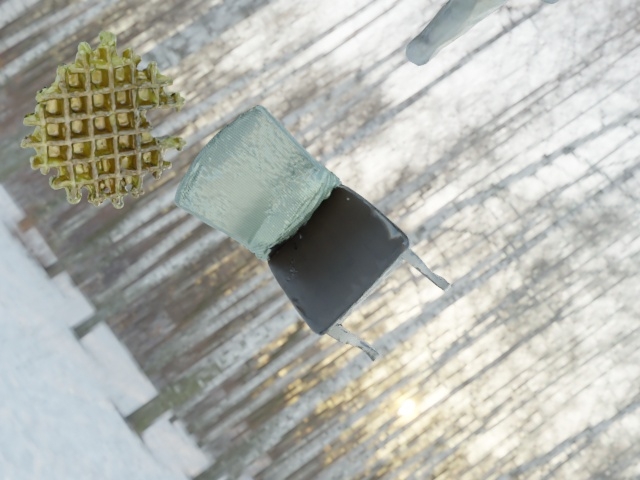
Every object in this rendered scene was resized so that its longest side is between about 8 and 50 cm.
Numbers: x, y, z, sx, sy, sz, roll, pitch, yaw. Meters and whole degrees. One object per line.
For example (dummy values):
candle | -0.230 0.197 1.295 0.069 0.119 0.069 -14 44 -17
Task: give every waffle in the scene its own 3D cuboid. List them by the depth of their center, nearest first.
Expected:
waffle | -0.304 -0.160 1.481 0.228 0.231 0.051 44 -2 -40

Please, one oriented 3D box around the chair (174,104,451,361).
chair | 0.000 0.000 1.243 0.186 0.160 0.319 50 8 36

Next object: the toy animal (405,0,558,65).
toy animal | 0.239 -0.388 1.270 0.344 0.302 0.194 -14 -61 51
